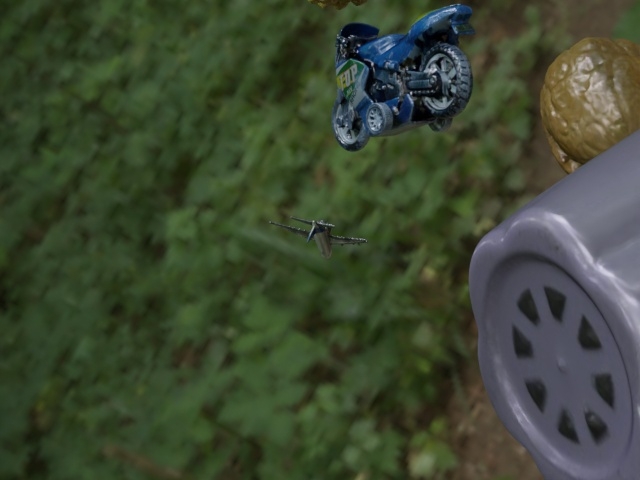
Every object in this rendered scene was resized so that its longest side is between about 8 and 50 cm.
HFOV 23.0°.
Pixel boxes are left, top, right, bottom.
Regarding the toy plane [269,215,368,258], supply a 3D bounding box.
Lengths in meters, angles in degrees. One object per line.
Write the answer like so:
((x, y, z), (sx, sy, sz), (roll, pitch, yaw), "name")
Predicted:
((0.000, -0.003, 1.207), (0.084, 0.077, 0.024), (44, -122, -75), "toy plane")

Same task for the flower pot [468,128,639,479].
((0.230, 0.032, 0.921), (0.243, 0.265, 0.265), (-16, -19, -24), "flower pot")

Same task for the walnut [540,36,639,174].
((0.309, -0.125, 1.631), (0.155, 0.155, 0.184), (-58, 32, 37), "walnut")

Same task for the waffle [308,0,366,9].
((0.071, -0.310, 1.766), (0.194, 0.051, 0.149), (-20, 2, 26), "waffle")

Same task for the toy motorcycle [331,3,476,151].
((0.079, -0.176, 1.644), (0.254, 0.092, 0.136), (-14, 83, 57), "toy motorcycle")
